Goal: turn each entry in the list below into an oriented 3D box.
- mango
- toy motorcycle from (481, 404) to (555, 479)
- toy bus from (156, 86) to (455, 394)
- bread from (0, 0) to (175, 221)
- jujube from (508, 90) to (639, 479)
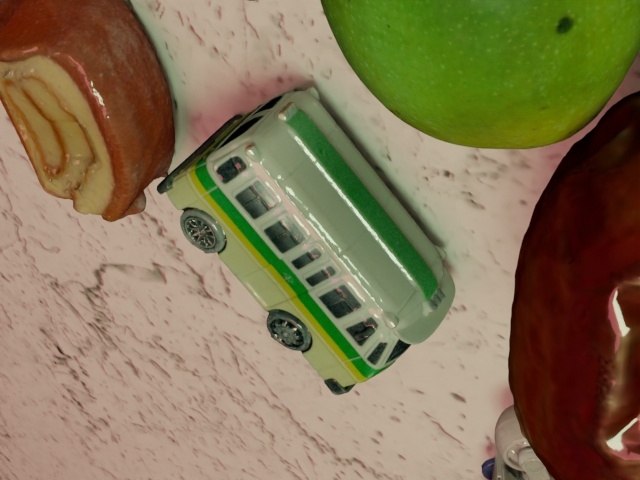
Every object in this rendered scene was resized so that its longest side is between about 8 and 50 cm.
[{"bbox_3d":[0.093,-0.218,0.607,0.225,0.201,0.382,31,152,36],"label":"mango"},{"bbox_3d":[0.226,0.260,1.064,0.112,0.112,0.254,21,139,22],"label":"toy motorcycle"},{"bbox_3d":[0.000,0.000,0.951,0.276,0.133,0.165,50,141,-12],"label":"toy bus"},{"bbox_3d":[-0.235,-0.134,1.025,0.190,0.123,0.244,3,130,35],"label":"bread"},{"bbox_3d":[0.273,0.072,0.710,0.276,0.276,0.377,17,133,27],"label":"jujube"}]
